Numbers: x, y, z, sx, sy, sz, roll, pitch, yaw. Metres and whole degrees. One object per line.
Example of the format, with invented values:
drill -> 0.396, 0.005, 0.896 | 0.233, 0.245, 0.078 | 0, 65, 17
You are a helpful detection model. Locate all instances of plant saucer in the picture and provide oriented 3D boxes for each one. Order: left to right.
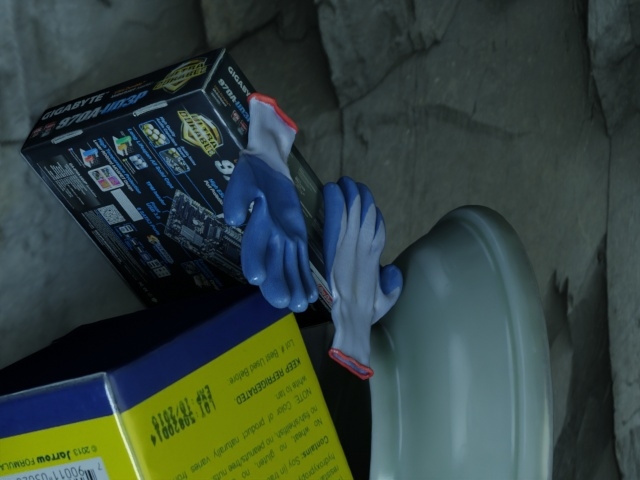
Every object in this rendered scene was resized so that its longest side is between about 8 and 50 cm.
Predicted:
plant saucer -> 0.058, 0.169, 1.335 | 0.101, 0.400, 0.400 | 5, 70, -13

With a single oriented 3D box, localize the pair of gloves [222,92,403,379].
pair of gloves -> 0.000, 0.000, 1.217 | 0.198, 0.023, 0.159 | 40, 41, -42

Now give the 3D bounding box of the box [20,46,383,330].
box -> -0.083, -0.020, 1.297 | 0.220, 0.175, 0.051 | 53, 41, -27

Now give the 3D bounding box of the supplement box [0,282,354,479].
supplement box -> -0.091, 0.234, 1.182 | 0.194, 0.195, 0.356 | -28, 100, -54
